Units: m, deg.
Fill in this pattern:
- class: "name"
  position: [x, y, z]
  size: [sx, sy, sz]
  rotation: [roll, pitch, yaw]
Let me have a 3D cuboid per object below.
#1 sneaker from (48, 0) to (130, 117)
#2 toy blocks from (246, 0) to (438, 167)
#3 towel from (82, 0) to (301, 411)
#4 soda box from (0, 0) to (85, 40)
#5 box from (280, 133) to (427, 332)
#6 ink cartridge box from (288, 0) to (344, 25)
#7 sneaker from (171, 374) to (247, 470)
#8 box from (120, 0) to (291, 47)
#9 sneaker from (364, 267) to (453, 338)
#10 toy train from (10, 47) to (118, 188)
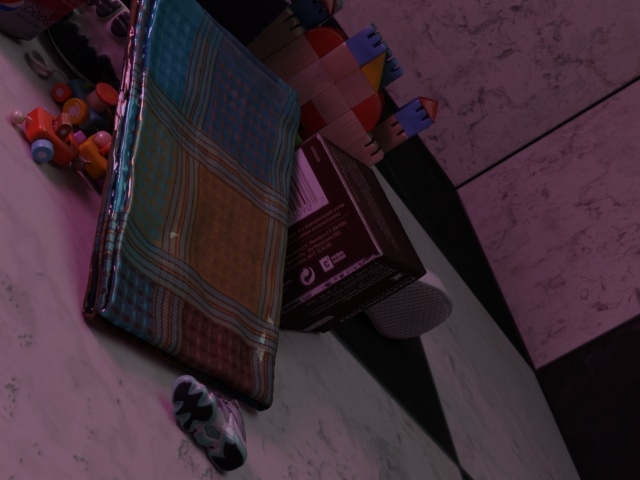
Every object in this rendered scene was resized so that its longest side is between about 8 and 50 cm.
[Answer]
- class: "sneaker"
  position: [-0.183, -0.159, 1.030]
  size: [0.275, 0.107, 0.110]
  rotation: [58, 1, -11]
- class: "toy blocks"
  position: [0.018, -0.255, 1.569]
  size: [0.381, 0.261, 0.191]
  rotation: [56, 14, -9]
- class: "towel"
  position: [-0.104, -0.050, 0.920]
  size: [0.271, 0.040, 0.370]
  rotation: [40, 45, -49]
- class: "soda box"
  position: [-0.317, -0.327, 0.925]
  size: [0.263, 0.092, 0.083]
  rotation: [64, 14, 21]
- class: "box"
  position: [0.000, 0.000, 1.162]
  size: [0.167, 0.168, 0.203]
  rotation: [63, 15, 17]
- class: "ink cartridge box"
  position: [-0.071, -0.409, 1.683]
  size: [0.093, 0.212, 0.154]
  rotation: [50, 17, -29]
- class: "sneaker"
  position: [-0.095, 0.144, 0.820]
  size: [0.069, 0.038, 0.098]
  rotation: [-91, 156, -67]
- class: "box"
  position: [-0.206, -0.384, 1.159]
  size: [0.294, 0.183, 0.296]
  rotation: [39, 23, -32]
- class: "sneaker"
  position: [0.093, 0.035, 1.480]
  size: [0.366, 0.135, 0.150]
  rotation: [41, 25, -52]
- class: "toy train"
  position: [-0.228, -0.119, 0.890]
  size: [0.125, 0.046, 0.166]
  rotation: [46, 19, -41]
